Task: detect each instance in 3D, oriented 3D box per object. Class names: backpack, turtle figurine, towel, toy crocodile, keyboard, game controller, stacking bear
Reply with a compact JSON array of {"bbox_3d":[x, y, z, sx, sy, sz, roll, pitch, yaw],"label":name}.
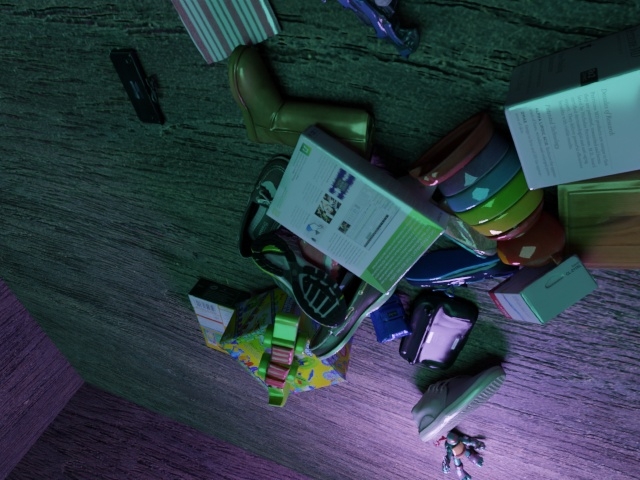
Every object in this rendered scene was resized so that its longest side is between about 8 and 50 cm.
[{"bbox_3d":[0.187,0.202,1.203,0.097,0.120,0.101,-15,167,-11],"label":"backpack"},{"bbox_3d":[0.498,0.751,1.599,0.175,0.118,0.234,-32,121,1],"label":"turtle figurine"},{"bbox_3d":[-0.180,-0.432,0.853,0.196,0.029,0.144,-7,128,31],"label":"towel"},{"bbox_3d":[-0.108,0.325,1.233,0.115,0.105,0.341,15,128,2],"label":"toy crocodile"},{"bbox_3d":[-0.421,-0.359,1.066,0.108,0.023,0.180,13,138,28],"label":"keyboard"},{"bbox_3d":[0.320,0.260,1.252,0.166,0.067,0.319,7,137,3],"label":"game controller"},{"bbox_3d":[0.321,-0.068,0.811,0.164,0.175,0.289,-42,99,11],"label":"stacking bear"}]

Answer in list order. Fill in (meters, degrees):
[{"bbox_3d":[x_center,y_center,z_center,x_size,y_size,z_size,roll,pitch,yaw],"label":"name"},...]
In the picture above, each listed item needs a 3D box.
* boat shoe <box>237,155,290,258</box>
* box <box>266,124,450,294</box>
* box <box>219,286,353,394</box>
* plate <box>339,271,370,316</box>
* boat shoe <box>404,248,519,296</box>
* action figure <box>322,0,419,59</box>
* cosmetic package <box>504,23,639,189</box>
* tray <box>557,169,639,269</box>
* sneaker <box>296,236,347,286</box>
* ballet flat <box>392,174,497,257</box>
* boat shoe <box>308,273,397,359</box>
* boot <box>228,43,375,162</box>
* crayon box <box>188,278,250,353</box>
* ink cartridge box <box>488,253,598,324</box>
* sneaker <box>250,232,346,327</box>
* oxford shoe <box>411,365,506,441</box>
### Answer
[{"bbox_3d":[-0.137,-0.066,1.142,0.112,0.096,0.335,30,139,-1],"label":"boat shoe"},{"bbox_3d":[0.063,-0.052,0.917,0.321,0.058,0.232,35,135,3],"label":"box"},{"bbox_3d":[-0.097,0.311,1.399,0.279,0.177,0.290,-22,119,28],"label":"box"},{"bbox_3d":[0.099,0.165,1.297,0.188,0.024,0.188,15,138,14],"label":"plate"},{"bbox_3d":[0.316,0.078,1.024,0.258,0.109,0.089,-11,129,39],"label":"boat shoe"},{"bbox_3d":[0.087,-0.436,0.640,0.330,0.179,0.341,-4,157,41],"label":"action figure"},{"bbox_3d":[0.393,-0.192,0.670,0.183,0.151,0.152,-10,125,36],"label":"cosmetic package"},{"bbox_3d":[0.628,-0.042,0.748,0.410,0.076,0.203,0,131,31],"label":"tray"},{"bbox_3d":[0.000,0.001,1.119,0.136,0.116,0.314,18,138,16],"label":"sneaker"},{"bbox_3d":[0.241,-0.078,0.930,0.315,0.108,0.106,25,119,-3],"label":"ballet flat"},{"bbox_3d":[0.064,0.183,1.189,0.096,0.117,0.324,34,111,-18],"label":"boat shoe"},{"bbox_3d":[-0.028,-0.263,0.891,0.269,0.089,0.236,15,152,17],"label":"boot"},{"bbox_3d":[-0.340,0.294,1.633,0.202,0.083,0.323,15,137,16],"label":"crayon box"},{"bbox_3d":[0.424,0.095,0.878,0.072,0.127,0.175,56,179,6],"label":"ink cartridge box"},{"bbox_3d":[-0.049,0.104,1.152,0.300,0.111,0.121,45,170,12],"label":"sneaker"},{"bbox_3d":[0.395,0.479,1.367,0.130,0.169,0.450,64,150,31],"label":"oxford shoe"}]
